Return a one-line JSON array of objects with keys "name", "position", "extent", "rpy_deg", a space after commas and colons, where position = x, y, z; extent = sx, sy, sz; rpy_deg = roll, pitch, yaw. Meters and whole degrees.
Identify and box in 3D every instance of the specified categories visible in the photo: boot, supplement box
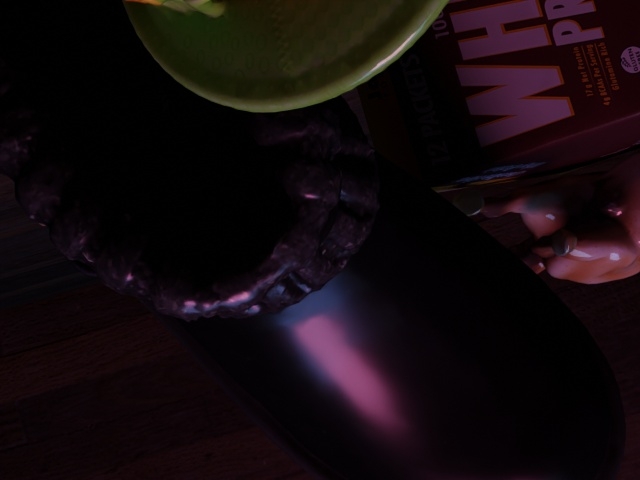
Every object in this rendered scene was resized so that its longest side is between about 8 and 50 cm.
[{"name": "boot", "position": [-0.003, 0.003, 0.660], "extent": [0.131, 0.348, 0.260], "rpy_deg": [-54, -176, -9]}, {"name": "supplement box", "position": [0.139, -0.113, 0.838], "extent": [0.194, 0.129, 0.191], "rpy_deg": [-19, 175, 32]}]

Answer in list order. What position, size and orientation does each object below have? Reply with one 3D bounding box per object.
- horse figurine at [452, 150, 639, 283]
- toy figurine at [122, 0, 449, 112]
[{"name": "horse figurine", "position": [0.169, -0.018, 0.875], "extent": [0.263, 0.066, 0.174], "rpy_deg": [-20, 169, 17]}, {"name": "toy figurine", "position": [-0.069, -0.111, 0.420], "extent": [0.173, 0.130, 0.159], "rpy_deg": [12, 180, 38]}]
